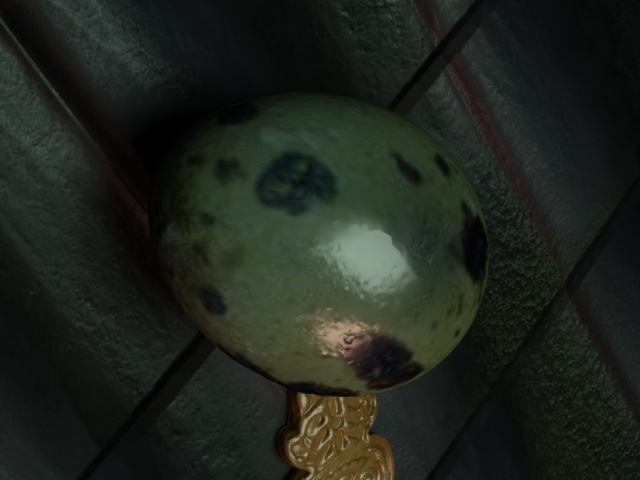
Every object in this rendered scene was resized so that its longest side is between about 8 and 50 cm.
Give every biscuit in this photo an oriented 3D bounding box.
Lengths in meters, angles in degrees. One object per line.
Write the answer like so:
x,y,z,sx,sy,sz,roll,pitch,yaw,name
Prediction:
0.023,0.305,1.795,0.202,0.044,0.289,-20,114,-39,biscuit

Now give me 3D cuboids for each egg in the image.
0.000,0.000,1.501,0.428,0.345,0.345,30,78,-40,egg
